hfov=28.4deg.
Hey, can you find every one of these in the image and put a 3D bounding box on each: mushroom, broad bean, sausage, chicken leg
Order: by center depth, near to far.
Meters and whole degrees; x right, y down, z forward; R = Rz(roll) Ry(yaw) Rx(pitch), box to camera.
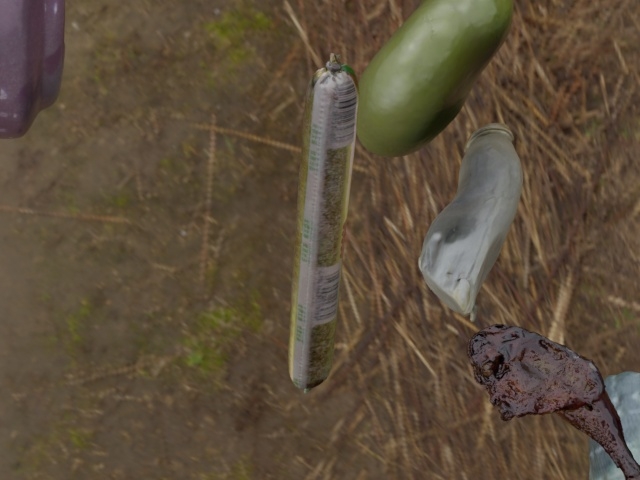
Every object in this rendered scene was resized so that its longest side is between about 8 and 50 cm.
[{"bbox_3d":[0.000,0.000,0.792,0.032,0.269,0.033,3,39,-2],"label":"sausage"},{"bbox_3d":[0.225,0.149,1.177,0.205,0.053,0.093,26,64,7],"label":"chicken leg"},{"bbox_3d":[0.145,-0.230,1.630,0.119,0.238,0.291,38,117,10],"label":"broad bean"},{"bbox_3d":[0.218,-0.036,1.754,0.109,0.097,0.351,-12,38,35],"label":"mushroom"}]

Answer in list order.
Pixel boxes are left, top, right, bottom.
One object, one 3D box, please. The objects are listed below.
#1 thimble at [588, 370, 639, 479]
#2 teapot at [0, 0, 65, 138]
[{"bbox_3d":[0.405,0.241,1.369,0.205,0.250,0.172,-19,61,47],"label":"thimble"},{"bbox_3d":[-0.177,-0.096,0.499,0.146,0.148,0.116,0,83,-15],"label":"teapot"}]
